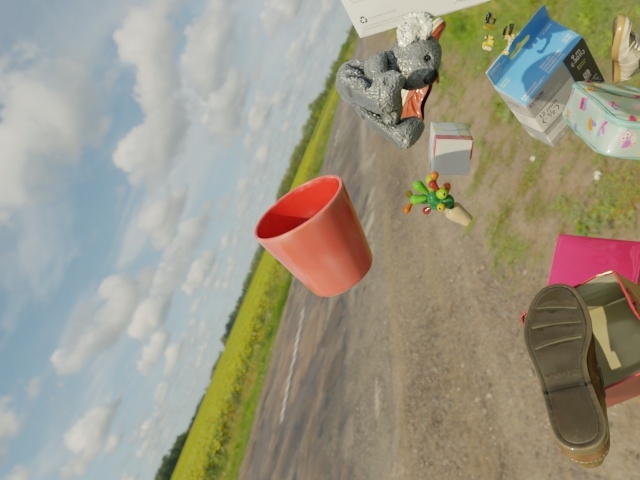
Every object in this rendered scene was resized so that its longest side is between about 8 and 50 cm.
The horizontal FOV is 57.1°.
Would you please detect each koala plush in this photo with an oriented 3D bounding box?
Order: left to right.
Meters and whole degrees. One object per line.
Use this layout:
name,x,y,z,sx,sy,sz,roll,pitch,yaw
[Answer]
koala plush,0.163,-0.349,1.220,0.221,0.203,0.196,-47,-36,-2

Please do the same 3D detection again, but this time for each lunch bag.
lunch bag,0.718,-0.289,1.381,0.279,0.224,0.108,-95,8,-55

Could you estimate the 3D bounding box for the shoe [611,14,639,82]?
shoe,0.615,-0.384,1.177,0.219,0.058,0.077,23,-109,-62

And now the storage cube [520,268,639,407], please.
storage cube,0.522,0.190,1.083,0.215,0.193,0.184,-37,53,30

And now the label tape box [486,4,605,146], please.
label tape box,0.674,-0.476,1.742,0.249,0.347,0.115,-51,44,7

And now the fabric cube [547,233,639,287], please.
fabric cube,0.895,0.141,1.847,0.258,0.259,0.254,6,77,45

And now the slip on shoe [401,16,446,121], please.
slip on shoe,0.334,-0.529,1.854,0.123,0.101,0.331,-27,-43,-69

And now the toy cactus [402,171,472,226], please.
toy cactus,0.317,-0.093,1.557,0.112,0.180,0.219,-57,3,-14

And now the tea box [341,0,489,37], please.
tea box,0.223,-0.631,1.213,0.329,0.220,0.324,-1,49,38

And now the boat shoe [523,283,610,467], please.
boat shoe,0.411,0.220,0.985,0.104,0.110,0.307,53,-144,-41

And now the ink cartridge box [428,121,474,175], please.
ink cartridge box,0.437,-0.314,1.993,0.176,0.127,0.128,-83,-6,-59

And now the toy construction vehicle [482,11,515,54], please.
toy construction vehicle,0.478,-0.555,1.576,0.035,0.085,0.098,-147,69,-74

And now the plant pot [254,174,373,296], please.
plant pot,0.000,0.000,1.576,0.275,0.243,0.275,-28,26,15
